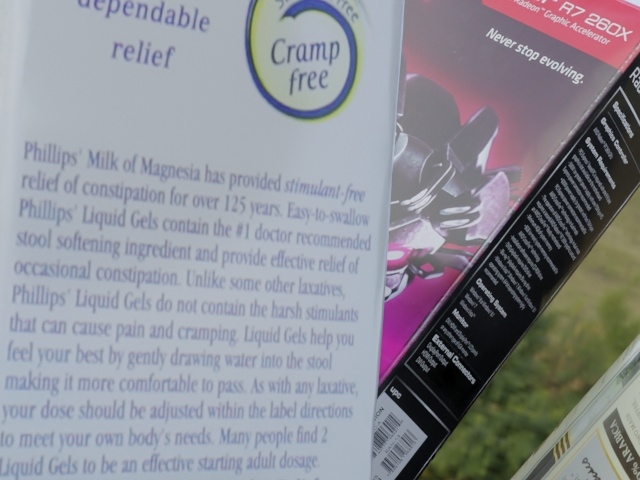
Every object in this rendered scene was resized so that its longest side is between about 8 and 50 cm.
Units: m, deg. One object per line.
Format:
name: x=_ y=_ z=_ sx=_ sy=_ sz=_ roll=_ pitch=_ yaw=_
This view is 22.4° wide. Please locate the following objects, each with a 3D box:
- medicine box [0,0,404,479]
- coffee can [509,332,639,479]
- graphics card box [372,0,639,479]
medicine box: x=-0.114 y=-0.060 z=0.549 sx=0.149 sy=0.289 sz=0.263 roll=5 pitch=-2 yaw=-43
coffee can: x=0.213 y=0.140 z=0.824 sx=0.201 sy=0.275 sz=0.201 roll=27 pitch=29 yaw=-16
graphics card box: x=0.000 y=0.000 z=0.861 sx=0.233 sy=0.371 sz=0.094 roll=34 pitch=-8 yaw=36
